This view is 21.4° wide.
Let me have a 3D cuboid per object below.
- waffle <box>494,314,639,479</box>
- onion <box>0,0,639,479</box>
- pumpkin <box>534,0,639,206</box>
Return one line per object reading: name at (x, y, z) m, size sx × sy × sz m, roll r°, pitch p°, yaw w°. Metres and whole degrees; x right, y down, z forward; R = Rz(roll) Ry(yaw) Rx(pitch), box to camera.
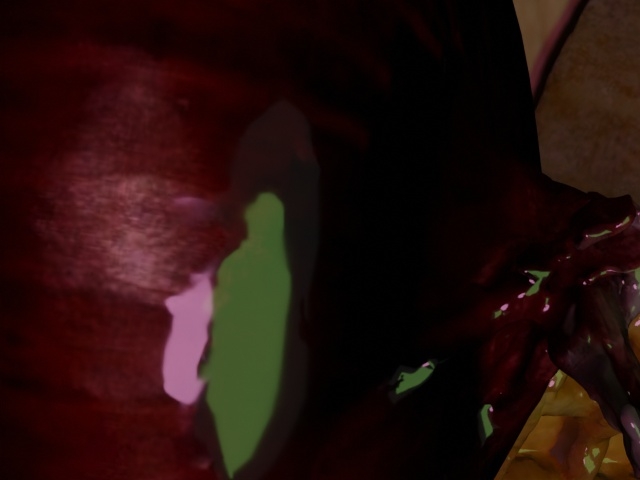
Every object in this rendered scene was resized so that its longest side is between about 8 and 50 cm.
waffle at (0.067, 0.147, 0.771) m, size 0.302 × 0.068 × 0.325 m, roll -29°, pitch 128°, yaw -3°
onion at (0.000, 0.000, 0.488) m, size 0.273 × 0.285 × 0.273 m, roll 8°, pitch 90°, yaw -68°
pumpkin at (0.260, -0.027, 0.868) m, size 0.332 × 0.199 × 0.332 m, roll -30°, pitch 136°, yaw -33°
